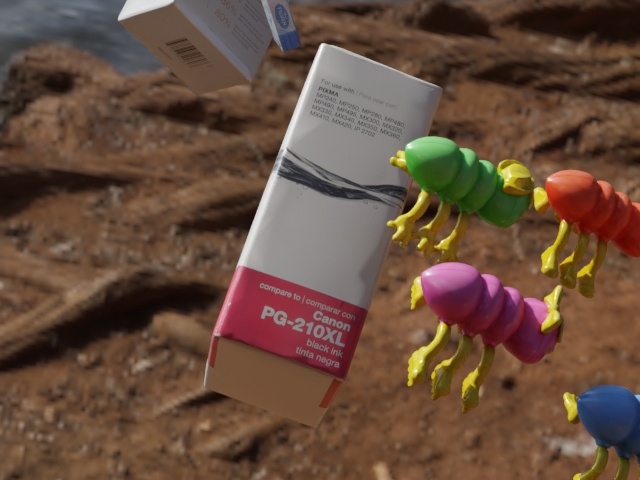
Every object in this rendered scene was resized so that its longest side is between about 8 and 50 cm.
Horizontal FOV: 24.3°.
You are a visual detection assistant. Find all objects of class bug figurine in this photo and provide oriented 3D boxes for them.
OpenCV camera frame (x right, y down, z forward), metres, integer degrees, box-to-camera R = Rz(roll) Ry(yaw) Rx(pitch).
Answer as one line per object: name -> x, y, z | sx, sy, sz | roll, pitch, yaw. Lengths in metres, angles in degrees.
bug figurine -> 0.143, 0.028, 0.900 | 0.216, 0.072, 0.279 | 23, 38, -19

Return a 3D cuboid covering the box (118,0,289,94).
box -> -0.112, -0.263, 1.568 | 0.091, 0.130, 0.170 | -8, 49, 42

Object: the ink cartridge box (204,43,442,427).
ink cartridge box -> 0.000, 0.000, 1.108 | 0.100, 0.237, 0.172 | 20, -19, 0

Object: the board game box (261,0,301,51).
board game box -> -0.044, -0.223, 1.363 | 0.020, 0.090, 0.090 | -20, 17, -2
